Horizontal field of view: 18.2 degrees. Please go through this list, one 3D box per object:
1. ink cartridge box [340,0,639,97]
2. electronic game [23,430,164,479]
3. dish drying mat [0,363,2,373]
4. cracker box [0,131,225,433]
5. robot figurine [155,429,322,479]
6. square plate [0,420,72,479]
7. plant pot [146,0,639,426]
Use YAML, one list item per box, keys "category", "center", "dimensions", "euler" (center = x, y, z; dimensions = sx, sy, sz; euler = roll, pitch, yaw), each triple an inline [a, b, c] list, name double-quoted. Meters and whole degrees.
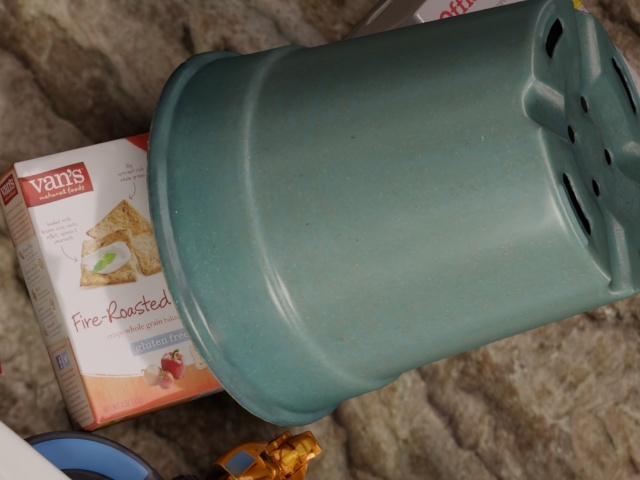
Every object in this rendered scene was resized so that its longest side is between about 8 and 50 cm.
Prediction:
- category: "ink cartridge box"
  center: [0.160, -0.131, 1.937]
  dimensions: [0.270, 0.197, 0.198]
  euler: [50, 51, -11]
- category: "electronic game"
  center: [-0.198, 0.267, 1.618]
  dimensions: [0.229, 0.048, 0.229]
  euler: [14, 66, -33]
- category: "dish drying mat"
  center: [-0.284, 0.071, 1.652]
  dimensions: [0.032, 0.008, 0.083]
  euler: [-2, 75, -36]
- category: "cracker box"
  center: [-0.167, 0.032, 1.702]
  dimensions: [0.155, 0.067, 0.232]
  euler: [-16, 82, -29]
- category: "robot figurine"
  center: [-0.055, 0.263, 1.637]
  dimensions: [0.211, 0.085, 0.291]
  euler: [56, 23, 0]
- category: "square plate"
  center: [-0.204, 0.321, 1.462]
  dimensions: [0.347, 0.049, 0.344]
  euler: [44, 29, -23]
- category: "plant pot"
  center: [0.088, -0.040, 1.680]
  dimensions: [0.341, 0.334, 0.341]
  euler: [36, 47, -50]
